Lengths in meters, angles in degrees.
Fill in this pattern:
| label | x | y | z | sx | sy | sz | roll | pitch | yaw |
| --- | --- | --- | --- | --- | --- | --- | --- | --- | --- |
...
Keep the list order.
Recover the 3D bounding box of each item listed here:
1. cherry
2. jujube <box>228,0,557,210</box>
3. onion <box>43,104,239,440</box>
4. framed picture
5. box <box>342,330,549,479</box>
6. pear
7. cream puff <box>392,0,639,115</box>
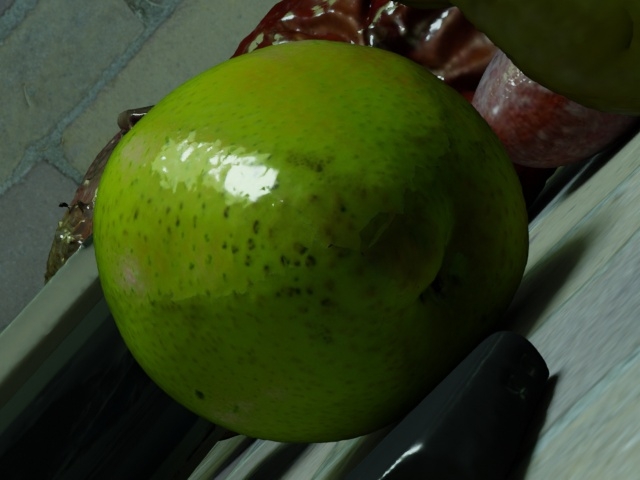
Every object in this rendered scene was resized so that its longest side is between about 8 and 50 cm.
| label | x | y | z | sx | sy | sz | roll | pitch | yaw |
| --- | --- | --- | --- | --- | --- | --- | --- | --- | --- |
| cherry | 0.179 | -0.119 | 0.972 | 0.225 | 0.090 | 0.107 | -36 | -12 | 0 |
| jujube | 0.043 | -0.076 | 1.100 | 0.232 | 0.213 | 0.213 | -42 | -1 | -12 |
| onion | -0.119 | 0.025 | 1.610 | 0.353 | 0.353 | 0.353 | -45 | 0 | 0 |
| framed picture | -0.185 | 0.173 | 1.009 | 0.446 | 0.028 | 0.326 | -51 | -21 | -32 |
| box | 0.013 | 0.084 | 0.495 | 0.126 | 0.027 | 0.125 | -47 | -3 | 20 |
| pear | 0.000 | 0.000 | 0.735 | 0.187 | 0.187 | 0.220 | -45 | 13 | -19 |
| cream puff | 0.084 | -0.215 | 0.497 | 0.270 | 0.323 | 0.274 | -12 | 40 | 48 |
